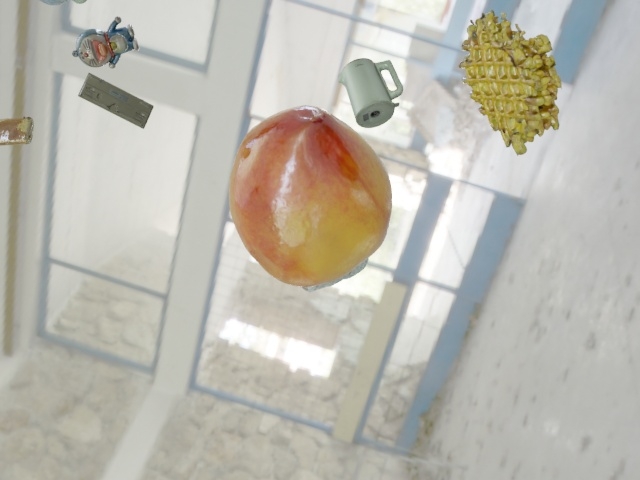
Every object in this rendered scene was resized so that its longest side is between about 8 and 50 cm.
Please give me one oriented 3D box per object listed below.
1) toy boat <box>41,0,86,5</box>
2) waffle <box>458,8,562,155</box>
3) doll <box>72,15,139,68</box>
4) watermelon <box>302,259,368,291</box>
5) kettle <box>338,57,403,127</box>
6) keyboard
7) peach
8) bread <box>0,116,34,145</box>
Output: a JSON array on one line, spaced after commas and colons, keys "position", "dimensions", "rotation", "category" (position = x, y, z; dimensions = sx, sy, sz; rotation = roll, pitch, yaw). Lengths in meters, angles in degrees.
[{"position": [-0.444, -0.575, 1.725], "dimensions": [0.330, 0.123, 0.215], "rotation": [-38, 31, 26], "category": "toy boat"}, {"position": [0.283, -0.241, 1.308], "dimensions": [0.193, 0.070, 0.197], "rotation": [54, 161, 35], "category": "waffle"}, {"position": [-0.497, -0.448, 2.035], "dimensions": [0.085, 0.151, 0.114], "rotation": [-120, 16, -62], "category": "doll"}, {"position": [0.000, 0.000, 1.849], "dimensions": [0.213, 0.201, 0.261], "rotation": [-22, -8, -35], "category": "watermelon"}, {"position": [0.121, -0.363, 2.127], "dimensions": [0.098, 0.126, 0.148], "rotation": [24, -139, -49], "category": "kettle"}, {"position": [-0.366, -0.250, 1.591], "dimensions": [0.015, 0.129, 0.049], "rotation": [-16, 52, 63], "category": "keyboard"}, {"position": [-0.027, -0.078, 1.523], "dimensions": [0.308, 0.289, 0.289], "rotation": [43, -118, -63], "category": "peach"}, {"position": [-0.513, -0.177, 1.453], "dimensions": [0.036, 0.083, 0.047], "rotation": [66, -158, -73], "category": "bread"}]
